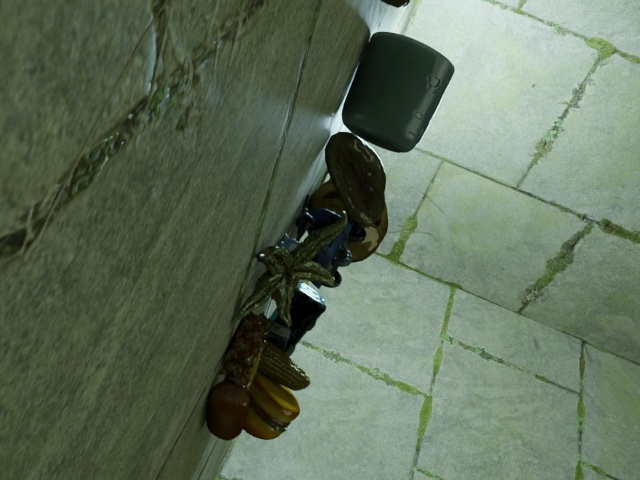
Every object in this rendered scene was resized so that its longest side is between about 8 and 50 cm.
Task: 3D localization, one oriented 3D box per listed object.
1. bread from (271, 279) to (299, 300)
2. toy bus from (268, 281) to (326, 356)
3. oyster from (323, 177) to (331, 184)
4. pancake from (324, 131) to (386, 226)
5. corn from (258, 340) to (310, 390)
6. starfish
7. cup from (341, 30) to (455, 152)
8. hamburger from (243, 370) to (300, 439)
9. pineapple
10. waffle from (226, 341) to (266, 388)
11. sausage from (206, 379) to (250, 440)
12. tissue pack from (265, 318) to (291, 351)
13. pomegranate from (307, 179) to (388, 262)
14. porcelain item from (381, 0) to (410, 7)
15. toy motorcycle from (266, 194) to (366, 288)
[{"bbox_3d":[-0.100,0.106,2.047,0.116,0.077,0.200,-76,-175,-46],"label":"bread"},{"bbox_3d":[-0.099,0.265,2.191,0.271,0.133,0.165,-52,-170,19],"label":"toy bus"},{"bbox_3d":[0.036,-0.172,2.315,0.201,0.107,0.354,-156,-104,-73],"label":"oyster"},{"bbox_3d":[0.113,-0.193,1.902,0.049,0.294,0.294,-18,-148,37],"label":"pancake"},{"bbox_3d":[-0.137,0.399,2.034,0.097,0.262,0.097,-36,-150,25],"label":"corn"},{"bbox_3d":[-0.081,0.090,1.497,0.347,0.078,0.358,-27,148,-40],"label":"starfish"},{"bbox_3d":[0.223,-0.406,1.877,0.274,0.259,0.357,-65,162,0],"label":"cup"},{"bbox_3d":[-0.195,0.526,2.039,0.170,0.246,0.246,-48,178,2],"label":"hamburger"},{"bbox_3d":[-0.177,0.244,1.598,0.135,0.079,0.233,-59,-173,27],"label":"pineapple"},{"bbox_3d":[-0.213,0.350,1.827,0.193,0.070,0.197,95,15,-81],"label":"waffle"},{"bbox_3d":[-0.237,0.438,1.628,0.274,0.105,0.105,108,5,-55],"label":"sausage"},{"bbox_3d":[-0.161,0.314,2.061,0.156,0.112,0.051,109,4,-53],"label":"tissue pack"},{"bbox_3d":[0.089,-0.070,2.065,0.281,0.281,0.281,23,90,-87],"label":"pomegranate"},{"bbox_3d":[0.191,-0.619,1.603,0.215,0.081,0.069,-59,172,-72],"label":"porcelain item"},{"bbox_3d":[0.000,0.000,1.775,0.125,0.213,0.358,-67,174,31],"label":"toy motorcycle"}]
